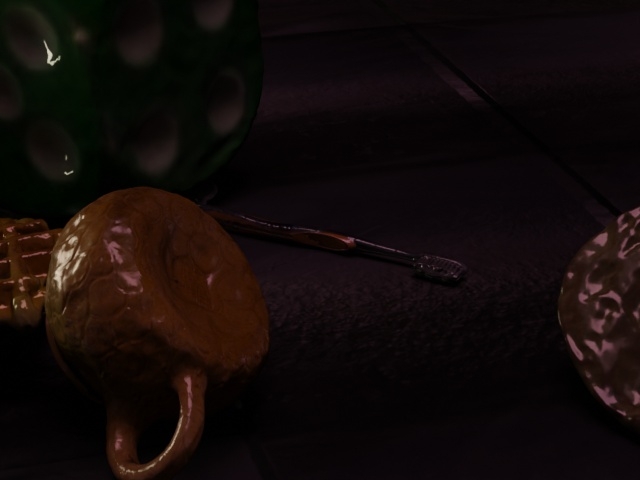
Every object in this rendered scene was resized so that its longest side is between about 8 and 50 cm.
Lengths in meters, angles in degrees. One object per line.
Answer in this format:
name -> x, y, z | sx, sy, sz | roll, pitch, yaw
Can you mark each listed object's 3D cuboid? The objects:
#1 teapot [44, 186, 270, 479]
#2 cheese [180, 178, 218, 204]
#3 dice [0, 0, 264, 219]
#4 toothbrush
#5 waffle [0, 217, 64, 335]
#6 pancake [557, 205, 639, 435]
teapot -> -0.155, 0.079, 1.232 | 0.203, 0.167, 0.311 | 32, 34, -40
cheese -> -0.152, -0.065, 1.650 | 0.067, 0.026, 0.121 | -5, 27, -12
dice -> -0.252, -0.205, 1.602 | 0.287, 0.300, 0.297 | 12, 29, 32
toothbrush -> 0.001, -0.001, 1.530 | 0.321, 0.023, 0.031 | 14, 26, 25
waffle -> -0.368, 0.050, 1.319 | 0.300, 0.058, 0.282 | -8, 23, 15
pancake -> 0.319, 0.066, 1.259 | 0.241, 0.050, 0.242 | -6, 59, 10
